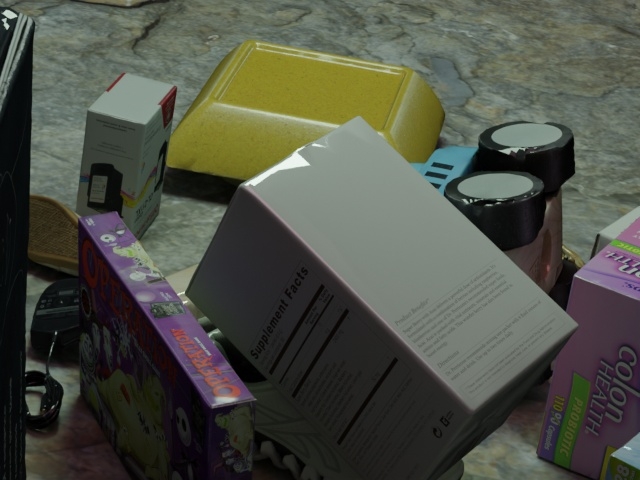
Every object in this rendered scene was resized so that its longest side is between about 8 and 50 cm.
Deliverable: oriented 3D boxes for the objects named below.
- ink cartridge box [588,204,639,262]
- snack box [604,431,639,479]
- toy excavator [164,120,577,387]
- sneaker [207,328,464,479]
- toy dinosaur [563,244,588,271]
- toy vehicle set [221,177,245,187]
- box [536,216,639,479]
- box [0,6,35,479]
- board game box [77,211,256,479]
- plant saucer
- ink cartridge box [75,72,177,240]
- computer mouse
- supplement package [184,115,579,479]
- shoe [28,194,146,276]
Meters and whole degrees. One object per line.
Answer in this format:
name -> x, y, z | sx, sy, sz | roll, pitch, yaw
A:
ink cartridge box -> 0.459, 0.032, 2.128 | 0.197, 0.114, 0.273 | 25, 33, 29
snack box -> 0.309, 0.285, 1.500 | 0.174, 0.207, 0.070 | 27, 33, 31
toy excavator -> 0.029, 0.037, 1.957 | 0.445, 0.222, 0.433 | 2, 24, 20
sneaker -> 0.000, 0.170, 1.744 | 0.292, 0.118, 0.110 | 17, 27, 14
toy dinosaur -> 0.299, 0.031, 2.169 | 0.092, 0.053, 0.183 | 25, 11, 22
toy vehicle set -> 0.028, -0.070, 2.297 | 0.266, 0.035, 0.166 | 24, 32, 29
box -> 0.338, 0.103, 1.852 | 0.117, 0.214, 0.243 | 21, 31, 23
box -> -0.387, 0.117, 1.350 | 0.297, 0.480, 0.472 | 4, 27, -5
board game box -> -0.149, 0.142, 1.659 | 0.056, 0.208, 0.347 | -6, 30, -25
plant saucer -> -0.013, -0.169, 2.351 | 0.332, 0.081, 0.333 | 10, 27, 6
ink cartridge box -> -0.229, -0.090, 2.120 | 0.072, 0.175, 0.127 | 14, 28, 7
computer mouse -> -0.271, 0.120, 1.863 | 0.071, 0.041, 0.242 | -5, 33, 8
supplement package -> 0.052, 0.064, 1.670 | 0.293, 0.175, 0.177 | 45, 48, 14
shoe -> -0.280, 0.009, 2.054 | 0.219, 0.058, 0.076 | 22, 68, 32
